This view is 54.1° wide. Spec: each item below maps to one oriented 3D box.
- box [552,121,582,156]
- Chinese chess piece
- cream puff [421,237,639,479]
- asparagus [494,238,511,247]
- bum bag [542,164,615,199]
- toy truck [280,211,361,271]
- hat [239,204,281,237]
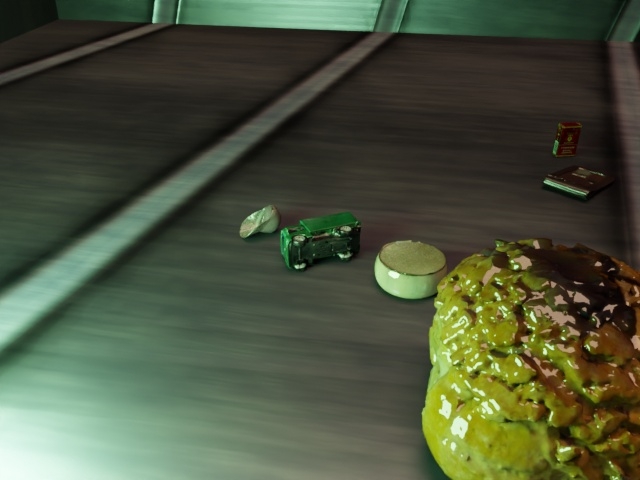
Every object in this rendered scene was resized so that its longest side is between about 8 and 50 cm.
[{"bbox_3d":[0.604,-0.247,1.536,0.051,0.082,0.023,-5,30,-9],"label":"box"},{"bbox_3d":[0.152,0.048,1.051,0.122,0.051,0.122,1,28,0],"label":"Chinese chess piece"},{"bbox_3d":[0.265,0.133,0.733,0.342,0.231,0.327,-23,41,-35],"label":"cream puff"},{"bbox_3d":[0.367,0.021,1.130,0.108,0.021,0.025,18,39,26],"label":"asparagus"},{"bbox_3d":[0.580,-0.133,1.404,0.159,0.026,0.109,-20,36,-40],"label":"bum bag"},{"bbox_3d":[0.000,0.000,1.113,0.147,0.065,0.079,-12,30,-22],"label":"toy truck"},{"bbox_3d":[-0.111,-0.028,1.191,0.087,0.042,0.058,-41,31,-3],"label":"hat"}]
